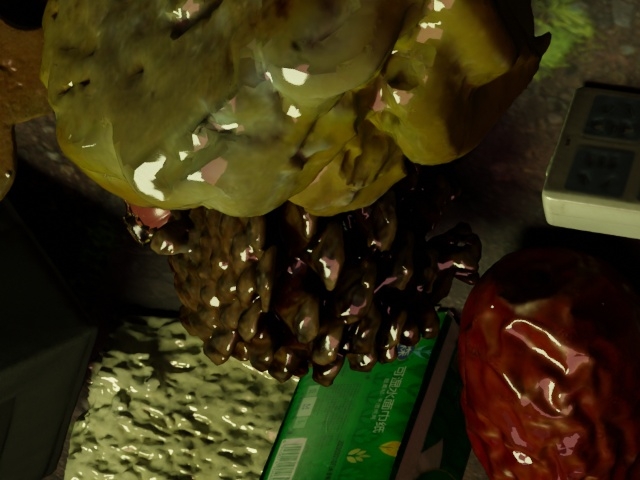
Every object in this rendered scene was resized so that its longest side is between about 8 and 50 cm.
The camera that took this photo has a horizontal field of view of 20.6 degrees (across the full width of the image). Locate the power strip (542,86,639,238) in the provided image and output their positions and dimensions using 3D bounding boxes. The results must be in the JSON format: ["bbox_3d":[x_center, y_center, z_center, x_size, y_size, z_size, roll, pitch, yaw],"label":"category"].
[{"bbox_3d":[0.335,-0.036,1.223,0.367,0.106,0.043,9,148,20],"label":"power strip"}]

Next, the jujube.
[{"bbox_3d":[0.200,0.120,1.459,0.174,0.174,0.250,5,129,25],"label":"jujube"}]

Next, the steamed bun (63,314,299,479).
[{"bbox_3d":[-0.116,0.248,1.718,0.290,0.272,0.273,17,145,16],"label":"steamed bun"}]

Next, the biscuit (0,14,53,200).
[{"bbox_3d":[-0.342,-0.170,1.400,0.301,0.197,0.049,36,177,-18],"label":"biscuit"}]

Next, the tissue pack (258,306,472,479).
[{"bbox_3d":[0.063,0.190,1.585,0.148,0.209,0.156,-8,136,37],"label":"tissue pack"}]

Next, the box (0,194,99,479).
[{"bbox_3d":[-0.380,0.103,1.657,0.251,0.204,0.345,52,149,17],"label":"box"}]

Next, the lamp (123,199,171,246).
[{"bbox_3d":[-0.124,-0.033,1.507,0.107,0.092,0.107,49,169,13],"label":"lamp"}]

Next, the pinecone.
[{"bbox_3d":[-0.010,0.004,1.377,0.243,0.243,0.257,-12,152,40],"label":"pinecone"}]

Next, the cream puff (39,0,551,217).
[{"bbox_3d":[-0.011,-0.145,1.169,0.257,0.291,0.324,20,127,-41],"label":"cream puff"}]
